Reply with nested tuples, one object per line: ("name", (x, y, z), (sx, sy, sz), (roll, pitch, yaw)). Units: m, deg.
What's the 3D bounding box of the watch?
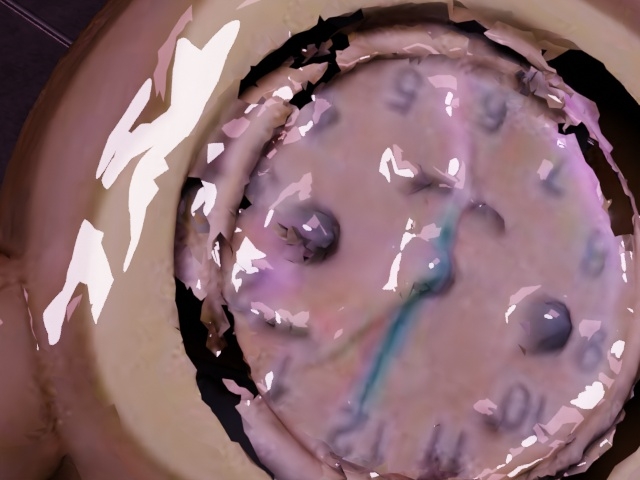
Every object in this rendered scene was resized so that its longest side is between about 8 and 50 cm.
("watch", (0.000, 0.000, 0.589), (0.314, 0.335, 0.327), (17, -8, -15))
